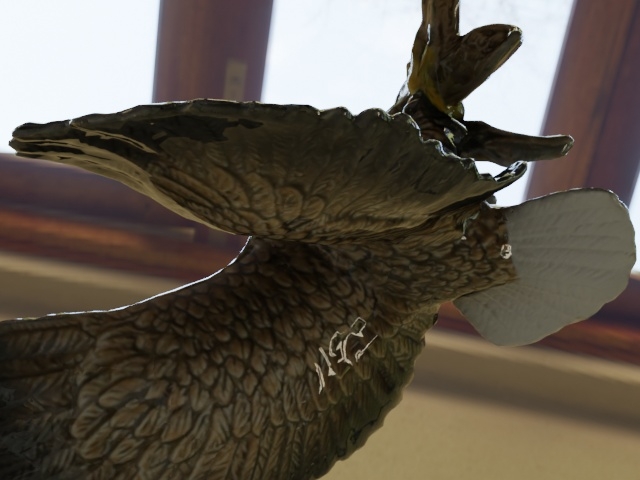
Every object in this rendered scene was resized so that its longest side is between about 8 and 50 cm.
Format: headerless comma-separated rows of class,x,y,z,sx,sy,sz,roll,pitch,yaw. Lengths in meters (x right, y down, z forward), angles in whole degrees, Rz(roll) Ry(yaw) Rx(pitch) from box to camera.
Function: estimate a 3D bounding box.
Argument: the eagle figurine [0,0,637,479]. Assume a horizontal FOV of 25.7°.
eagle figurine,-0.010,0.000,0.633,0.225,0.226,0.298,-12,-160,33
